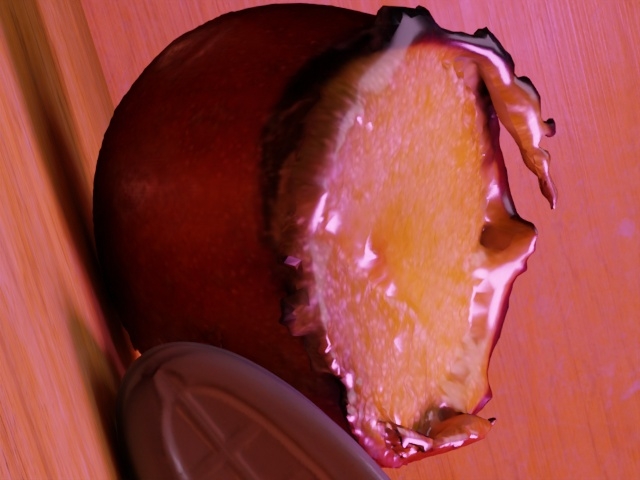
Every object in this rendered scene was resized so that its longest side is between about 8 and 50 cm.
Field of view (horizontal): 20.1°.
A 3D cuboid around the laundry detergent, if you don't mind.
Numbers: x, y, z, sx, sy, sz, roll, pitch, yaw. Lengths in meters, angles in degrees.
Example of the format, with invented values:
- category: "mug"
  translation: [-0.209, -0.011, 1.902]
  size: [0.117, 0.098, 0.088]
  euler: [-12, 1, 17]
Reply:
- category: "laundry detergent"
  translation: [-0.031, 0.188, 1.183]
  size: [0.264, 0.124, 0.398]
  euler: [48, -8, 3]

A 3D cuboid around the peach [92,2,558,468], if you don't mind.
- category: "peach"
  translation: [0.000, 0.000, 1.350]
  size: [0.416, 0.353, 0.339]
  euler: [119, -15, -69]
